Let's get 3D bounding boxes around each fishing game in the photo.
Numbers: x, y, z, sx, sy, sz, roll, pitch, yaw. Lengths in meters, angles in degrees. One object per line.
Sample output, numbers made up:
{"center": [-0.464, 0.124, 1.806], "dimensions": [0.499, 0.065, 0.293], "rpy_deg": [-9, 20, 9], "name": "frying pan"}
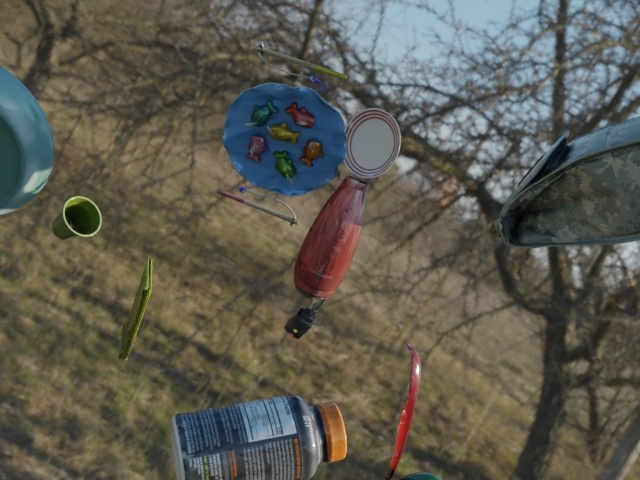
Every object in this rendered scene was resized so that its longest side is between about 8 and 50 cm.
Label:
{"center": [-0.053, -0.139, 1.224], "dimensions": [0.189, 0.264, 0.041], "rpy_deg": [22, 34, -3], "name": "fishing game"}

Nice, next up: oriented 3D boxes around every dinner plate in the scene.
{"center": [0.103, -0.194, 1.691], "dimensions": [0.141, 0.141, 0.017], "rpy_deg": [33, 15, 34], "name": "dinner plate"}

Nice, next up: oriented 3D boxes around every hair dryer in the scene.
{"center": [0.000, 0.000, 1.317], "dimensions": [0.080, 0.223, 0.293], "rpy_deg": [18, -37, -13], "name": "hair dryer"}

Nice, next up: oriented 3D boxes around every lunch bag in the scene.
{"center": [0.417, -0.085, 1.292], "dimensions": [0.235, 0.287, 0.169], "rpy_deg": [-33, 105, -62], "name": "lunch bag"}

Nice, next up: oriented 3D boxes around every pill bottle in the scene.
{"center": [-0.089, 0.299, 1.234], "dimensions": [0.246, 0.130, 0.130], "rpy_deg": [-7, 16, -15], "name": "pill bottle"}

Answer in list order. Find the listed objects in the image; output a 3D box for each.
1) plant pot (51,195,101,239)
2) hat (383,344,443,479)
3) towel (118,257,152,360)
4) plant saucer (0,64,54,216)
{"center": [-0.490, -0.036, 1.673], "dimensions": [0.083, 0.083, 0.079], "rpy_deg": [27, -36, -35], "name": "plant pot"}
{"center": [0.112, 0.270, 0.928], "dimensions": [0.173, 0.183, 0.208], "rpy_deg": [26, -38, 0], "name": "hat"}
{"center": [-0.407, 0.152, 1.851], "dimensions": [0.021, 0.237, 0.102], "rpy_deg": [11, 40, -21], "name": "towel"}
{"center": [-0.547, -0.138, 1.203], "dimensions": [0.318, 0.317, 0.043], "rpy_deg": [28, 33, -25], "name": "plant saucer"}
